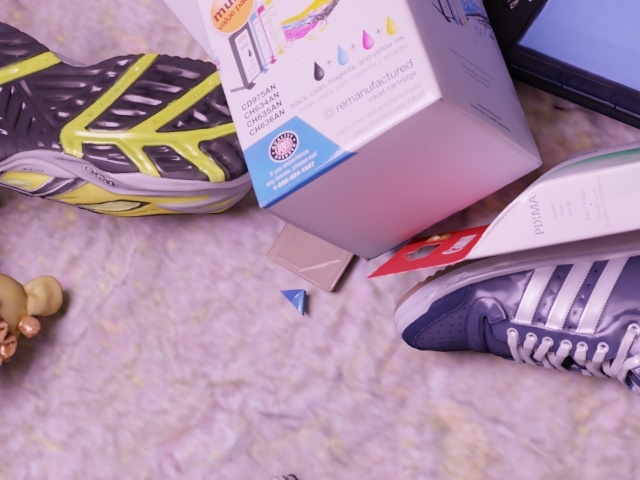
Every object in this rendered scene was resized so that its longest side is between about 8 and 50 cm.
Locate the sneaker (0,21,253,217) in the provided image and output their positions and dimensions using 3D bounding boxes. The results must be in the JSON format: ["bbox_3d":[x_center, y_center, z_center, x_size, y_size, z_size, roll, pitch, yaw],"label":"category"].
[{"bbox_3d":[-0.235,-0.084,1.507,0.384,0.147,0.145,14,65,4],"label":"sneaker"}]

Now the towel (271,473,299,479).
[{"bbox_3d":[-0.069,0.386,1.402,0.324,0.056,0.312,-38,65,5],"label":"towel"}]

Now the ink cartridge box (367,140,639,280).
[{"bbox_3d":[0.156,-0.028,1.386,0.224,0.181,0.056,-9,97,16],"label":"ink cartridge box"}]

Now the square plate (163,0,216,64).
[{"bbox_3d":[-0.099,-0.378,1.569,0.347,0.049,0.344,51,134,25],"label":"square plate"}]

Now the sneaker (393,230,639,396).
[{"bbox_3d":[0.199,0.079,1.382,0.282,0.099,0.153,-14,67,12],"label":"sneaker"}]

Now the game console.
[{"bbox_3d":[0.240,-0.239,1.385,0.293,0.173,0.250,28,79,43],"label":"game console"}]

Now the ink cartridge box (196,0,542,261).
[{"bbox_3d":[0.032,-0.139,1.431,0.171,0.168,0.233,-31,60,23],"label":"ink cartridge box"}]

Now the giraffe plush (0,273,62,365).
[{"bbox_3d":[-0.315,0.035,1.555,0.170,0.210,0.181,45,87,-3],"label":"giraffe plush"}]

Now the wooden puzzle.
[{"bbox_3d":[0.000,0.000,1.525,0.078,0.014,0.116,36,87,30],"label":"wooden puzzle"}]
